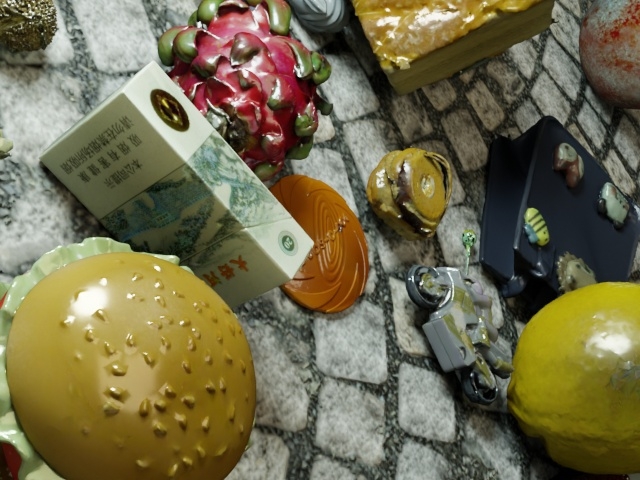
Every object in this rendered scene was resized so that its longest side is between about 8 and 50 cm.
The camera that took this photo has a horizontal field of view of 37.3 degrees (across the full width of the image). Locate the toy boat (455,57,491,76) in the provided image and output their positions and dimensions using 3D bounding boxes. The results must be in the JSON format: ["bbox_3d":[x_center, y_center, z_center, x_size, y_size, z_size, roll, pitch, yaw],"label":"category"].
[{"bbox_3d":[0.257,-0.372,1.634,0.141,0.092,0.319,60,35,-4],"label":"toy boat"}]

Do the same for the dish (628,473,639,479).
[{"bbox_3d":[0.595,0.453,1.552,0.303,0.120,0.302,21,57,-36],"label":"dish"}]

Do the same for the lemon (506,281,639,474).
[{"bbox_3d":[0.427,0.200,1.374,0.297,0.297,0.297,21,57,-37],"label":"lemon"}]

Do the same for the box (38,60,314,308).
[{"bbox_3d":[-0.152,-0.042,1.004,0.256,0.164,0.069,49,42,-16],"label":"box"}]

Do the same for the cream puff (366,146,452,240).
[{"bbox_3d":[0.126,-0.065,1.340,0.119,0.104,0.133,-36,114,-43],"label":"cream puff"}]

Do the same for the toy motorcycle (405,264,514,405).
[{"bbox_3d":[0.205,0.116,1.356,0.225,0.073,0.152,59,40,-6],"label":"toy motorcycle"}]

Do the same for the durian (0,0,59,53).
[{"bbox_3d":[-0.317,-0.241,1.008,0.080,0.080,0.091,36,33,-28],"label":"durian"}]

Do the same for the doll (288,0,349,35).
[{"bbox_3d":[-0.021,-0.358,1.361,0.180,0.079,0.094,37,17,-20],"label":"doll"}]

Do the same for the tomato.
[{"bbox_3d":[0.686,-0.399,1.906,0.316,0.317,0.282,-55,137,-44],"label":"tomato"}]

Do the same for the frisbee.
[{"bbox_3d":[0.000,0.000,1.234,0.192,0.035,0.192,20,58,-37],"label":"frisbee"}]

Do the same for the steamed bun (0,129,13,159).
[{"bbox_3d":[-0.401,-0.114,0.741,0.273,0.232,0.166,-6,81,-48],"label":"steamed bun"}]

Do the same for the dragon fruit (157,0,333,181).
[{"bbox_3d":[-0.101,-0.196,1.120,0.198,0.219,0.272,52,19,-75],"label":"dragon fruit"}]

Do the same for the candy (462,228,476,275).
[{"bbox_3d":[0.227,0.021,1.464,0.023,0.025,0.083,9,67,5],"label":"candy"}]

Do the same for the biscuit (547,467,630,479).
[{"bbox_3d":[0.377,0.396,1.397,0.252,0.070,0.106,-12,79,-47],"label":"biscuit"}]

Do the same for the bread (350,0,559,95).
[{"bbox_3d":[0.170,-0.396,1.384,0.279,0.279,0.207,65,12,8],"label":"bread"}]

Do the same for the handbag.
[{"bbox_3d":[0.407,-0.007,1.586,0.303,0.122,0.329,38,50,-27],"label":"handbag"}]

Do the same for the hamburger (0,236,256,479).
[{"bbox_3d":[-0.185,0.131,0.852,0.275,0.212,0.274,21,58,-38],"label":"hamburger"}]
